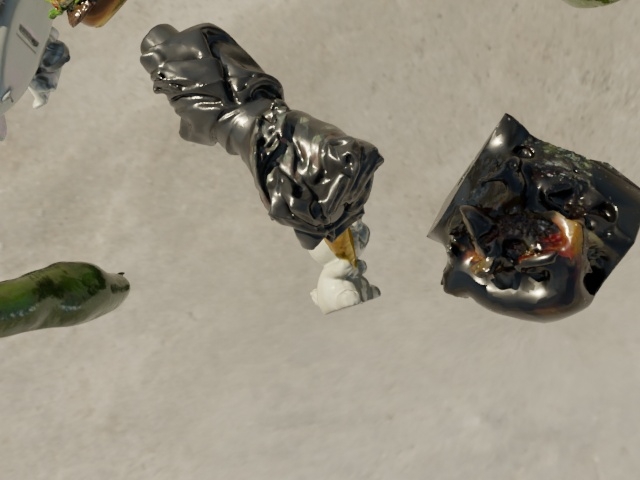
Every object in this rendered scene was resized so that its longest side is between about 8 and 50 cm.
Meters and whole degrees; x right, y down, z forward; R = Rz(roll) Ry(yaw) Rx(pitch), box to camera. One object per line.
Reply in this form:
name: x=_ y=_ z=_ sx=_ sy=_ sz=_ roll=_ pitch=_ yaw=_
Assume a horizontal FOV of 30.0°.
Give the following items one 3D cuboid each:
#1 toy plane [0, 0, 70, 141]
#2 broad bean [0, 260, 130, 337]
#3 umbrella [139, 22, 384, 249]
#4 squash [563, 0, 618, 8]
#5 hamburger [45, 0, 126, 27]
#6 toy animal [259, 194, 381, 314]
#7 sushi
toy plane: x=-0.404 y=-0.244 z=1.483 sx=0.118 sy=0.252 sz=0.252 roll=4 pitch=88 yaw=25
broad bean: x=-0.216 y=0.045 z=0.910 sx=0.061 sy=0.195 sz=0.046 roll=26 pitch=114 yaw=43
umbrella: x=-0.063 y=-0.103 z=1.041 sx=0.272 sy=0.122 sz=0.110 roll=41 pitch=121 yaw=29
squash: x=0.356 y=-0.336 z=1.354 sx=0.085 sy=0.184 sz=0.192 roll=43 pitch=96 yaw=9
hamburger: x=-0.236 y=-0.280 z=1.209 sx=0.087 sy=0.166 sz=0.137 roll=37 pitch=99 yaw=-26
toy animal: x=0.000 y=0.000 z=1.479 sx=0.127 sy=0.131 sz=0.181 roll=-17 pitch=86 yaw=27
sushi: x=0.278 y=0.001 z=1.633 sx=0.227 sy=0.215 sz=0.212 roll=31 pitch=53 yaw=1
